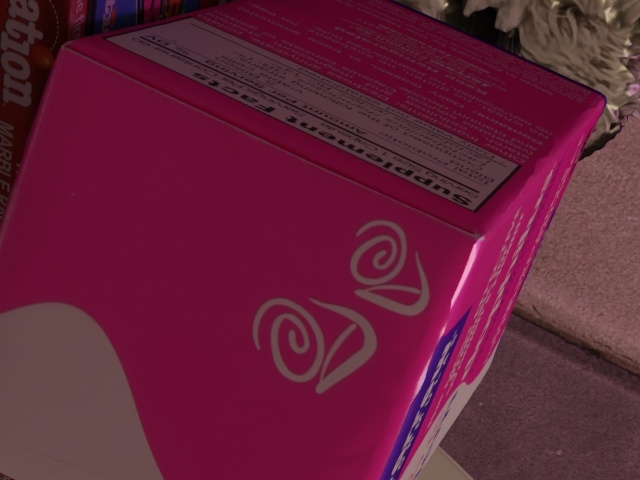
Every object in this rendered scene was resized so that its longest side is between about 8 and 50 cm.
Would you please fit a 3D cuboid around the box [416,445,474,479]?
[{"bbox_3d":[-0.036,0.313,1.238,0.345,0.168,0.215,-32,153,-32],"label":"box"}]

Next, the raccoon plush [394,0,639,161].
[{"bbox_3d":[0.123,-0.240,0.891,0.299,0.216,0.446,-73,-174,-52],"label":"raccoon plush"}]

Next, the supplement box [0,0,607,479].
[{"bbox_3d":[0.000,0.000,0.467,0.111,0.114,0.220,-68,168,19],"label":"supplement box"}]

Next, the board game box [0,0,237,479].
[{"bbox_3d":[-0.054,-0.048,0.474,0.145,0.027,0.281,-58,167,-45],"label":"board game box"}]
